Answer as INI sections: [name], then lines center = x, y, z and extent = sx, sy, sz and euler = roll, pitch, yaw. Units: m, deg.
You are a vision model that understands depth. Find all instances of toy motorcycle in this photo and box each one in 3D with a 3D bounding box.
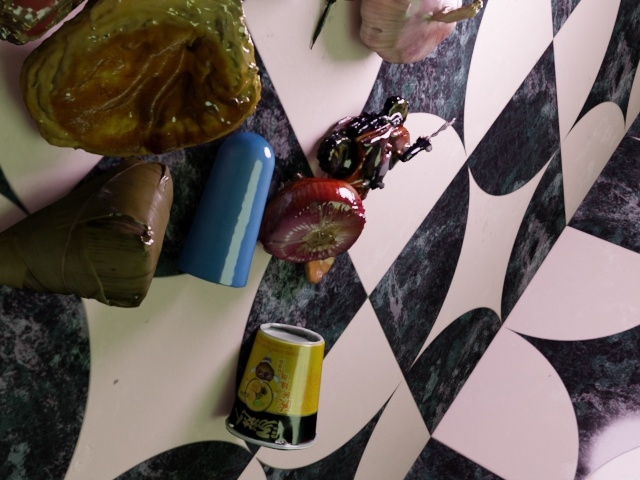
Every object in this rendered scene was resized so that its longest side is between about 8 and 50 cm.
[toy motorcycle]
center = 0.139, -0.208, 1.909
extent = 0.401, 0.134, 0.207
euler = -38, 141, -35

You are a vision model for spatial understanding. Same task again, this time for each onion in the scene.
[onion]
center = -0.025, -0.056, 1.757
extent = 0.230, 0.163, 0.230
euler = -17, 147, -12

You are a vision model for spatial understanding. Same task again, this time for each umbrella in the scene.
[umbrella]
center = 0.011, -0.435, 1.660
extent = 0.022, 0.022, 0.148
euler = 19, 98, -22

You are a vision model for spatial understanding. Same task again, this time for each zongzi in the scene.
[zongzi]
center = -0.382, -0.030, 1.302
extent = 0.273, 0.300, 0.145
euler = -91, -176, -55

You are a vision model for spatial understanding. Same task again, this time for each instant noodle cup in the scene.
[instant noodle cup]
center = -0.083, 0.314, 1.900
extent = 0.216, 0.216, 0.236
euler = 2, 103, -57

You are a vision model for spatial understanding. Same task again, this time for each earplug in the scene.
[earplug]
center = -0.160, -0.064, 1.573
extent = 0.132, 0.132, 0.272
euler = 7, 103, -58

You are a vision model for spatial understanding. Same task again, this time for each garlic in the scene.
[garlic]
center = 0.216, -0.466, 1.735
extent = 0.245, 0.253, 0.245
euler = -23, 122, -42

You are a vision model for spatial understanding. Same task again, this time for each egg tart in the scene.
[egg tart]
center = -0.250, -0.243, 1.207
extent = 0.340, 0.153, 0.351
euler = -17, 154, 4

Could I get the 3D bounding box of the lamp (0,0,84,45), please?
[lamp]
center = -0.339, -0.360, 1.049
extent = 0.274, 0.177, 0.177
euler = -48, 146, -22

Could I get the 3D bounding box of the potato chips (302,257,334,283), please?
[potato chips]
center = 0.000, 0.000, 1.929
extent = 0.150, 0.049, 0.201
euler = -33, 136, -44
